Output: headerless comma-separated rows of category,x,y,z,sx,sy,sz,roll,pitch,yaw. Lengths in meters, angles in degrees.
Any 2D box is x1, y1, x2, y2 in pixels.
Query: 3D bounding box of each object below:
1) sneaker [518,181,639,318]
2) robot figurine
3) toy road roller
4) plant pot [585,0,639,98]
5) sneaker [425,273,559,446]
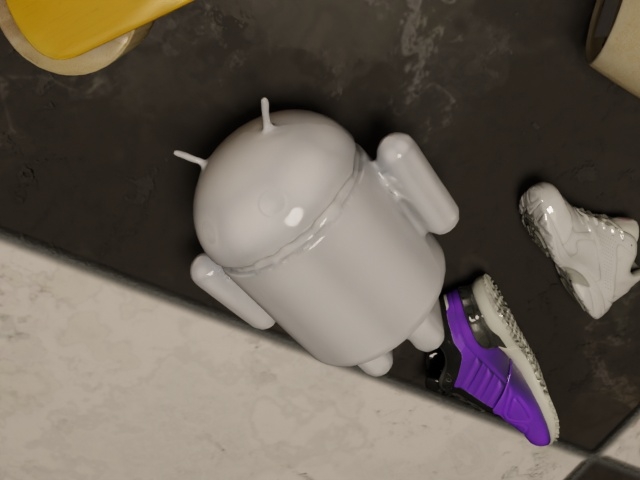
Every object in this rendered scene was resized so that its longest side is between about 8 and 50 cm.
sneaker,0.332,-0.007,0.972,0.115,0.090,0.232,-37,128,9
robot figurine,0.000,0.000,0.863,0.300,0.200,0.353,-32,120,18
toy road roller,-0.145,-0.313,0.660,0.329,0.202,0.241,-27,109,5
plant pot,0.419,-0.204,0.775,0.274,0.256,0.256,13,121,4
sneaker,0.219,0.181,1.069,0.146,0.102,0.293,-25,117,14
